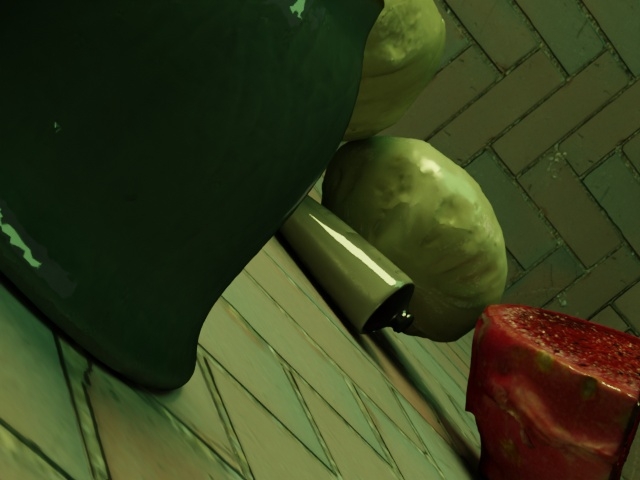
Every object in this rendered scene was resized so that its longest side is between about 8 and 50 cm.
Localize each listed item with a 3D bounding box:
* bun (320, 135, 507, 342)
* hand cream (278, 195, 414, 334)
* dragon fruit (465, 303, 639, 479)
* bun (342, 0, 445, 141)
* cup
[{"bbox_3d":[0.057,0.007,1.262,0.183,0.102,0.183,35,-33,27],"label":"bun"},{"bbox_3d":[0.000,0.000,1.180,0.186,0.054,0.087,46,-1,19],"label":"hand cream"},{"bbox_3d":[0.182,0.127,1.209,0.189,0.163,0.262,49,17,9],"label":"dragon fruit"},{"bbox_3d":[-0.050,-0.163,1.190,0.287,0.146,0.287,24,-16,8],"label":"bun"},{"bbox_3d":[-0.059,-0.068,0.577,0.199,0.150,0.199,50,5,-6],"label":"cup"}]
